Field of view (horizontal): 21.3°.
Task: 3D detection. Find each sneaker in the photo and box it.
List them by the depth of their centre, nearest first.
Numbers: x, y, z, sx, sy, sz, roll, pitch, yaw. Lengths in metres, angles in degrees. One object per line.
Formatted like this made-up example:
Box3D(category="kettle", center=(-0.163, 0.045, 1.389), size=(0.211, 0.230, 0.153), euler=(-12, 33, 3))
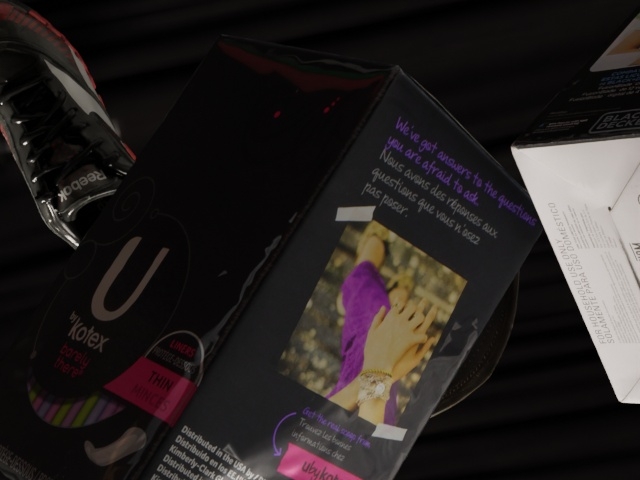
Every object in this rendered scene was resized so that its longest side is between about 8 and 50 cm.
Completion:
Box3D(category="sneaker", center=(-0.225, -0.089, 1.480), size=(0.276, 0.098, 0.135), euler=(60, 179, -21))

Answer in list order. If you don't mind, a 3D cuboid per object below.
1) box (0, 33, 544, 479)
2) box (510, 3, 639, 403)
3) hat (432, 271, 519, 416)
Box3D(category="box", center=(-0.037, 0.046, 0.879), size=(0.143, 0.270, 0.165), euler=(41, 166, -36))
Box3D(category="box", center=(0.235, -0.061, 0.923), size=(0.290, 0.087, 0.169), euler=(-46, -60, -37))
Box3D(category="hat", center=(0.000, 0.000, 1.330), size=(0.134, 0.331, 0.331), euler=(72, -175, -45))
